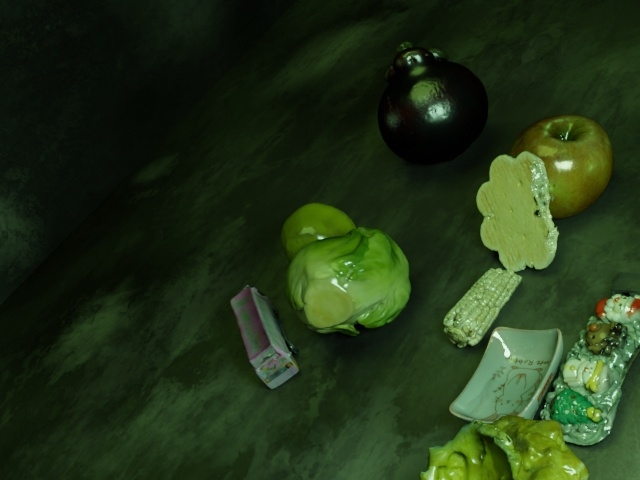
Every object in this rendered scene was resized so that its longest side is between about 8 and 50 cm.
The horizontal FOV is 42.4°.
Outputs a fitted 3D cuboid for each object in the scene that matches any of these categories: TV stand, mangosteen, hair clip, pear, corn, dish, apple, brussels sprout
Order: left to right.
[{"bbox_3d":[0.000,-0.001,2.001,0.198,0.198,0.198,-21,34,15],"label":"pear"},{"bbox_3d":[0.058,0.093,1.807,0.259,0.227,0.294,-21,9,27],"label":"brussels sprout"},{"bbox_3d":[0.285,-0.352,2.131,0.297,0.313,0.297,-12,32,8],"label":"mangosteen"},{"bbox_3d":[0.327,0.124,1.669,0.087,0.087,0.211,12,52,46],"label":"corn"},{"bbox_3d":[0.345,0.255,1.472,0.151,0.077,0.212,-4,40,48],"label":"dish"},{"bbox_3d":[0.525,-0.160,1.814,0.237,0.207,0.237,-5,43,5],"label":"apple"},{"bbox_3d":[0.486,0.200,1.436,0.138,0.091,0.321,4,45,45],"label":"hair clip"},{"bbox_3d":[0.660,0.095,1.486,0.256,0.040,0.049,3,44,40],"label":"TV stand"}]

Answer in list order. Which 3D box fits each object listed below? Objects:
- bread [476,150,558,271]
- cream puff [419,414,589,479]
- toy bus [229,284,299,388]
[{"bbox_3d":[0.411,-0.059,1.746,0.039,0.251,0.182,-6,-4,-38],"label":"bread"},{"bbox_3d":[0.272,0.367,1.259,0.282,0.185,0.282,-26,14,7],"label":"cream puff"},{"bbox_3d":[-0.131,0.212,1.892,0.090,0.112,0.274,-37,33,4],"label":"toy bus"}]
